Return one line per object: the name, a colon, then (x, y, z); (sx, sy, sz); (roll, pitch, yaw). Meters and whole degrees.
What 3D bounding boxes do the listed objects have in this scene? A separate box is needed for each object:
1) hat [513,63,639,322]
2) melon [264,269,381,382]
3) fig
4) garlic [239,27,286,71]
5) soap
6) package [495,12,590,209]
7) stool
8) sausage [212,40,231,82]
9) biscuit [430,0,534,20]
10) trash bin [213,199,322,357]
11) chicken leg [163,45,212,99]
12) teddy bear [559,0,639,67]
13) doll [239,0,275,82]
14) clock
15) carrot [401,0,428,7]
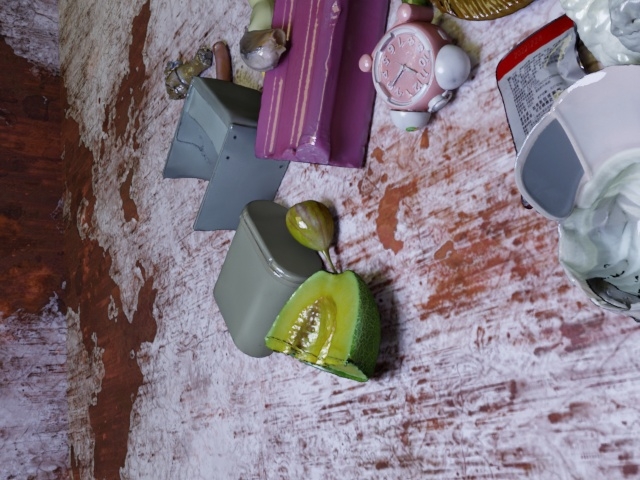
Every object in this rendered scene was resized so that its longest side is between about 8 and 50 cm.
hat: (0.336, -0.051, 0.716); (0.232, 0.161, 0.275); (21, 136, 64)
melon: (0.038, 0.149, 1.192); (0.265, 0.129, 0.169); (-1, 63, 57)
fig: (0.008, -0.011, 1.294); (0.166, 0.093, 0.093); (41, 122, 16)
garlic: (-0.114, -0.363, 1.296); (0.152, 0.066, 0.084); (19, 74, 54)
soap: (-0.004, -0.321, 1.280); (0.233, 0.128, 0.359); (16, 99, 55)
package: (0.311, -0.177, 0.917); (0.154, 0.030, 0.239); (-31, 62, 49)
stool: (-0.209, -0.190, 1.512); (0.243, 0.170, 0.270); (53, 127, 43)
sausage: (-0.246, -0.421, 1.695); (0.047, 0.040, 0.177); (-30, 62, 56)
biscuit: (0.263, -0.477, 0.981); (0.318, 0.040, 0.318); (-9, 78, 46)
trash bin: (-0.122, 0.079, 1.409); (0.247, 0.121, 0.243); (-61, 43, 33)
chicken leg: (-0.367, -0.449, 1.835); (0.196, 0.080, 0.125); (-6, 69, 53)
teddy bear: (0.388, -0.285, 0.600); (0.375, 0.327, 0.362); (62, 169, -7)
doll: (-0.109, -0.480, 1.466); (0.141, 0.117, 0.296); (106, 168, -70)
clock: (0.160, -0.275, 1.095); (0.166, 0.093, 0.162); (-47, 60, 40)
carrot: (0.157, -0.537, 1.140); (0.074, 0.074, 0.358); (-2, 88, 54)
